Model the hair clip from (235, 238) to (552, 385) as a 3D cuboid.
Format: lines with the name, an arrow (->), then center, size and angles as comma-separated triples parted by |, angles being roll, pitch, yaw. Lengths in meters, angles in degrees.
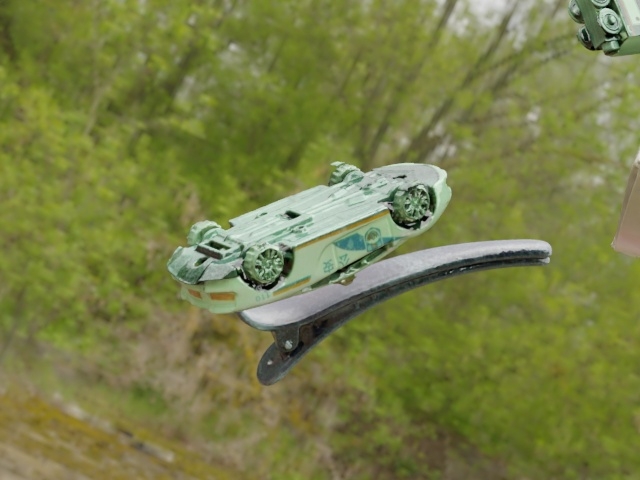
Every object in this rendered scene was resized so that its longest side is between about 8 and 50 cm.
hair clip -> 0.066, 0.042, 1.203 | 0.048, 0.275, 0.083 | -116, -173, -63

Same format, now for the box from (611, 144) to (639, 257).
box -> 0.345, -0.130, 1.029 | 0.173, 0.333, 0.145 | 19, -23, 11

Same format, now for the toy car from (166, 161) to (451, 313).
toy car -> 0.000, 0.000, 0.863 | 0.186, 0.058, 0.093 | -23, 20, -27

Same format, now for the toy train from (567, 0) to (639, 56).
toy train -> 0.204, -0.171, 1.019 | 0.053, 0.083, 0.033 | -8, -20, -24
